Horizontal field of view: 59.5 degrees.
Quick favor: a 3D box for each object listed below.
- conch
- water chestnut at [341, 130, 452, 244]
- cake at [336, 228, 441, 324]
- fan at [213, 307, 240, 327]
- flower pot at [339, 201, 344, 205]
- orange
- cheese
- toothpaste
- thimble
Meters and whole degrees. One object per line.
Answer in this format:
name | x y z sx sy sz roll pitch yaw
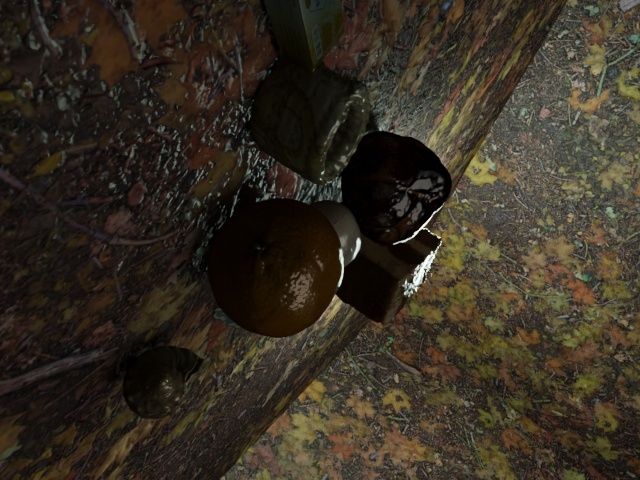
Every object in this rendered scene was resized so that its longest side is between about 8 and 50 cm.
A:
conch | -0.296 0.267 1.068 0.155 0.130 0.207 -13 167 -19
water chestnut | 0.165 -0.136 1.355 0.289 0.244 0.289 -20 127 -28
cake | 0.204 0.078 1.863 0.290 0.282 0.256 -33 148 -42
fan | -0.155 0.176 1.317 0.240 0.009 0.131 11 139 -42
flower pot | 0.088 -0.071 1.520 0.089 0.111 0.111 -19 144 -44
orange | -0.080 0.046 1.008 0.264 0.264 0.264 -48 164 -19
cheese | 0.000 0.000 1.266 0.198 0.154 0.189 -24 152 -8
toothpaste | -0.031 -0.330 0.662 0.089 0.071 0.313 -54 164 -10
thimble | -0.015 -0.190 0.862 0.137 0.143 0.191 -39 160 -38
